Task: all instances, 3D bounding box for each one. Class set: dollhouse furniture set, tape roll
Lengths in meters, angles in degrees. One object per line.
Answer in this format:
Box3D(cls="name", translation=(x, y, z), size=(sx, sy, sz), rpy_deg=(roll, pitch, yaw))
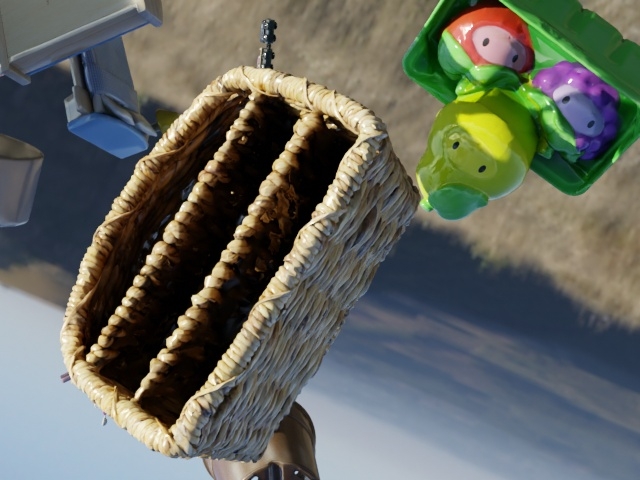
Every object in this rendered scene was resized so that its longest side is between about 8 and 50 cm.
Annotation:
Box3D(cls="dollhouse furniture set", translation=(-0.260, -0.298, 1.614), size=(0.198, 0.286, 0.303), rpy_deg=(-19, 160, 15))
Box3D(cls="dollhouse furniture set", translation=(-0.283, 0.190, 1.635), size=(0.081, 0.091, 0.114), rpy_deg=(66, 168, -7))
Box3D(cls="tape roll", translation=(-0.398, -0.078, 1.272), size=(0.219, 0.072, 0.219), rpy_deg=(15, -172, -2))

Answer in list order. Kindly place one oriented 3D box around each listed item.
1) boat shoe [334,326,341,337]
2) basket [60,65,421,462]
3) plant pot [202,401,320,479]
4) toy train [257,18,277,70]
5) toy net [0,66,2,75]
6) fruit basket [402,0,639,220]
Box3D(cls="boat shoe", translation=(0.000, 0.000, 1.631), size=(0.096, 0.277, 0.098), rpy_deg=(25, 149, -21))
Box3D(cls="basket", translation=(-0.086, 0.006, 1.002), size=(0.213, 0.299, 0.223), rpy_deg=(32, 177, 16))
Box3D(cls="plant pot", translation=(-0.071, 0.318, 1.706), size=(0.167, 0.167, 0.165), rpy_deg=(25, -167, -21))
Box3D(cls="toy train", translation=(-0.101, -0.322, 2.255), size=(0.027, 0.158, 0.036), rpy_deg=(-4, -162, -31))
Box3D(cls="toy net", translation=(-0.494, -0.276, 1.904), size=(0.122, 0.045, 0.232), rpy_deg=(-22, -168, 28))
Box3D(cls="fruit basket", translation=(0.292, -0.208, 1.926), size=(0.392, 0.392, 0.283), rpy_deg=(24, 145, -8))
